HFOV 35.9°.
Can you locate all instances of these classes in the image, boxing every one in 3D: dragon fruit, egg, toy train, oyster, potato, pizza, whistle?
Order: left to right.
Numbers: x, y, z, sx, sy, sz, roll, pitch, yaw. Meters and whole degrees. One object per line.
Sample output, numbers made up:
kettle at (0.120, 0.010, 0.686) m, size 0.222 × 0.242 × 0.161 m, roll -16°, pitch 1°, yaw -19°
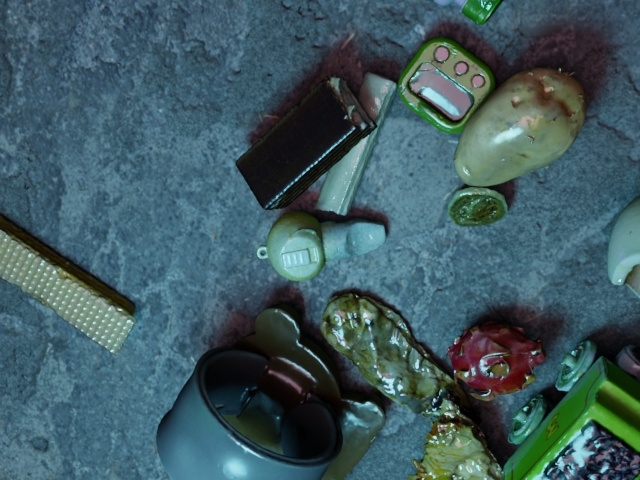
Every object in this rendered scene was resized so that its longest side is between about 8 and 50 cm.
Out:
whistle at (0.000, 0.000, 1.690) m, size 0.223 × 0.123 × 0.123 m, roll -10°, pitch 104°, yaw -3°
oyster at (0.142, 0.219, 1.729) m, size 0.345 × 0.078 × 0.129 m, roll 40°, pitch 103°, yaw 3°
pizza at (0.268, 0.429, 1.704) m, size 0.251 × 0.074 × 0.288 m, roll 22°, pitch 128°, yaw 17°
dragon fruit at (0.298, 0.200, 1.650) m, size 0.165 × 0.136 × 0.133 m, roll -13°, pitch 137°, yaw 27°
potato at (0.302, -0.167, 1.523) m, size 0.234 × 0.128 × 0.161 m, roll -24°, pitch 131°, yaw 22°
toy train at (0.424, 0.310, 1.585) m, size 0.173 × 0.249 × 0.307 m, roll 35°, pitch 111°, yaw 0°
egg at (0.539, 0.017, 1.515) m, size 0.271 × 0.161 × 0.206 m, roll 36°, pitch 79°, yaw -32°

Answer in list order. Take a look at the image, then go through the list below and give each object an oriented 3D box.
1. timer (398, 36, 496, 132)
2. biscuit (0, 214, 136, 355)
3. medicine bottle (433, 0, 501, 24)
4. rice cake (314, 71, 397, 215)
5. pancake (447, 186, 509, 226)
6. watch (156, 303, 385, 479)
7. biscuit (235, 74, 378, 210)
timer at (0.202, -0.249, 1.580) m, size 0.140 × 0.047 × 0.128 m, roll 37°, pitch 110°, yaw 1°
biscuit at (-0.510, 0.070, 1.857) m, size 0.378 × 0.054 × 0.094 m, roll 33°, pitch 110°, yaw 3°
medicine bottle at (0.168, -0.445, 1.484) m, size 0.274 × 0.133 × 0.133 m, roll 37°, pitch 112°, yaw 1°
rice cake at (0.059, -0.155, 1.642) m, size 0.057 × 0.052 × 0.256 m, roll 25°, pitch 110°, yaw 10°
pancake at (0.255, -0.054, 1.611) m, size 0.108 × 0.017 × 0.108 m, roll 1°, pitch 146°, yaw 0°
watch at (-0.086, 0.328, 1.673) m, size 0.335 × 0.327 × 0.314 m, roll 34°, pitch 115°, yaw 2°
biscuit at (-0.025, -0.160, 1.624) m, size 0.252 × 0.070 × 0.106 m, roll -40°, pitch 75°, yaw 30°
